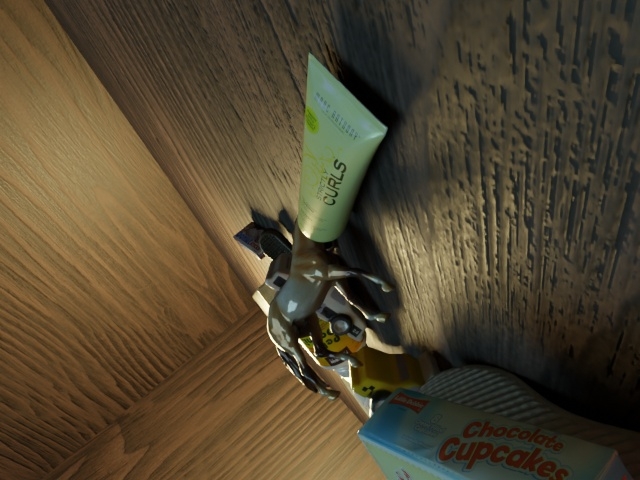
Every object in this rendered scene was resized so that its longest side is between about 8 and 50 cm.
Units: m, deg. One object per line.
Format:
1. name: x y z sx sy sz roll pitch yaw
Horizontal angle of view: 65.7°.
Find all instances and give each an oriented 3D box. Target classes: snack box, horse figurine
1. snack box: -0.151 -0.002 1.165 0.022 0.064 0.178 56 166 -26
2. horse figurine: -0.005 0.088 0.644 0.174 0.066 0.263 36 119 27
3. snack box: 0.172 0.258 0.349 0.322 0.060 0.187 58 154 -12

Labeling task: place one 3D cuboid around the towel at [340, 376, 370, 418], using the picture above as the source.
1. towel: 0.193 0.410 1.093 0.320 0.090 0.374 56 166 -6

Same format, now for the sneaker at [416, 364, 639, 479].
1. sneaker: 0.210 0.236 0.466 0.150 0.135 0.366 59 165 -12

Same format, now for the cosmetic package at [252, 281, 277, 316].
1. cosmetic package: -0.078 0.158 1.248 0.160 0.113 0.309 51 167 2

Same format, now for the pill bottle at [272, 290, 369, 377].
1. pill bottle: 0.011 0.165 0.954 0.215 0.117 0.117 54 167 -25

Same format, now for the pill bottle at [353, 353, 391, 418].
1. pill bottle: 0.158 0.297 0.828 0.208 0.119 0.119 42 164 32

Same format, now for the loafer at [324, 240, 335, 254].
1. loafer: 0.000 0.000 0.734 0.039 0.045 0.125 32 155 36

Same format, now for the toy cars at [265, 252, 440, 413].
1. toy cars: 0.073 0.141 0.757 0.393 0.087 0.176 46 -161 27

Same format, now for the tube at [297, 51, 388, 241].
1. tube: 0.010 -0.071 0.491 0.070 0.062 0.240 10 157 -2

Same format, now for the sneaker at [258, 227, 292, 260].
1. sneaker: -0.049 0.047 1.010 0.188 0.066 0.071 52 -168 -12
